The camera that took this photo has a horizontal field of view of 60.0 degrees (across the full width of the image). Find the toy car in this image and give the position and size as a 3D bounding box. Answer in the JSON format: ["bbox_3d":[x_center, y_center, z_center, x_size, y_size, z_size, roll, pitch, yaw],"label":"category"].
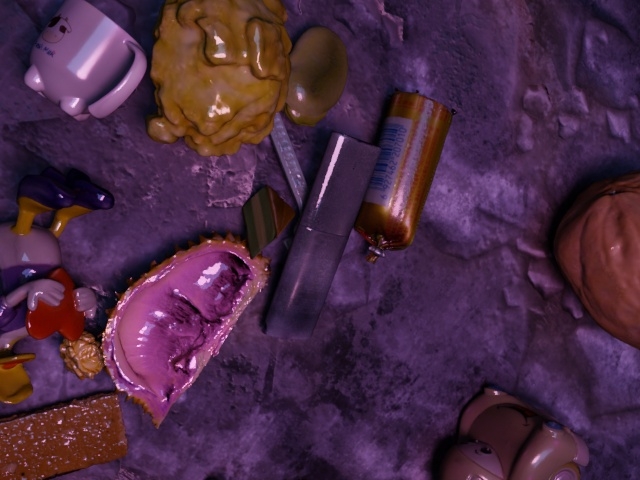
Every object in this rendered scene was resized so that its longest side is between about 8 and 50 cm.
[{"bbox_3d":[0.325,0.468,1.100,0.226,0.242,0.336,28,88,-18],"label":"toy car"}]

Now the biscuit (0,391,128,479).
[{"bbox_3d":[-0.441,0.330,0.906,0.230,0.025,0.131,-9,107,-20],"label":"biscuit"}]

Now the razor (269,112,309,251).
[{"bbox_3d":[-0.053,-0.126,0.980,0.111,0.056,0.278,-23,104,-15],"label":"razor"}]

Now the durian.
[{"bbox_3d":[-0.236,0.114,0.922,0.191,0.112,0.341,38,75,-11],"label":"durian"}]

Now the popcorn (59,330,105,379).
[{"bbox_3d":[-0.383,0.182,0.891,0.057,0.083,0.082,-48,149,-39],"label":"popcorn"}]

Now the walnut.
[{"bbox_3d":[0.665,0.037,1.124,0.381,0.381,0.381,-3,98,-20],"label":"walnut"}]

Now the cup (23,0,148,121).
[{"bbox_3d":[-0.334,-0.247,0.814,0.173,0.134,0.142,34,85,1],"label":"cup"}]

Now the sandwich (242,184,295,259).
[{"bbox_3d":[-0.102,-0.033,0.928,0.074,0.116,0.074,-40,99,23],"label":"sandwich"}]

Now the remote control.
[{"bbox_3d":[0.000,0.000,0.979,0.107,0.044,0.378,10,106,-37],"label":"remote control"}]

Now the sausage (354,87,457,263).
[{"bbox_3d":[0.148,-0.106,1.026,0.125,0.117,0.318,16,93,-6],"label":"sausage"}]

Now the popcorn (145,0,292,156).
[{"bbox_3d":[-0.156,-0.259,0.839,0.235,0.242,0.250,37,122,9],"label":"popcorn"}]

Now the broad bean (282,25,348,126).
[{"bbox_3d":[-0.010,-0.279,0.955,0.124,0.082,0.174,45,72,-36],"label":"broad bean"}]

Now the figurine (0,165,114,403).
[{"bbox_3d":[-0.446,0.086,0.811,0.193,0.154,0.421,14,87,16],"label":"figurine"}]
